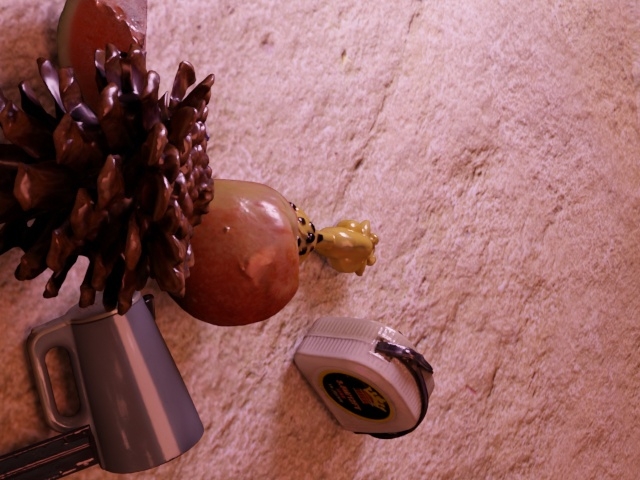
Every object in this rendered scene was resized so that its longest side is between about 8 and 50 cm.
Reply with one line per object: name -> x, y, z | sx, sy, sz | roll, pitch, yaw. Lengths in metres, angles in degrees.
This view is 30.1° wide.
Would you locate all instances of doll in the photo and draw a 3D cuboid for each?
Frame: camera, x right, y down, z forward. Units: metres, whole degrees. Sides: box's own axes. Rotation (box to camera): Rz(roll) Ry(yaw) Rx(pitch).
doll -> -0.001, 0.000, 2.105 | 0.291, 0.086, 0.117 | 7, 92, -48

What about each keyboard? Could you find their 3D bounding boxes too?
keyboard -> -0.408, 0.316, 1.649 | 0.202, 0.011, 0.067 | -18, 110, -24

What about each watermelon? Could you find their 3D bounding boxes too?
watermelon -> -0.296, -0.275, 1.732 | 0.146, 0.128, 0.231 | -67, 164, -60

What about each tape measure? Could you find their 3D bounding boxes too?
tape measure -> 0.108, 0.254, 2.145 | 0.133, 0.231, 0.271 | -56, 131, -33

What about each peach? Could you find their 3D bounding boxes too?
peach -> -0.158, 0.018, 1.828 | 0.232, 0.257, 0.232 | 175, -90, -88

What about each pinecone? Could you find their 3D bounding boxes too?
pinecone -> -0.317, -0.089, 1.559 | 0.384, 0.384, 0.384 | -6, 98, -50

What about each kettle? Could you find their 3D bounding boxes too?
kettle -> -0.308, 0.207, 1.738 | 0.211, 0.160, 0.243 | -22, 106, -15

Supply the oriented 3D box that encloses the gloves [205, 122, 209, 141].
gloves -> -0.204, -0.179, 1.894 | 0.064, 0.026, 0.086 | -29, 120, -43
